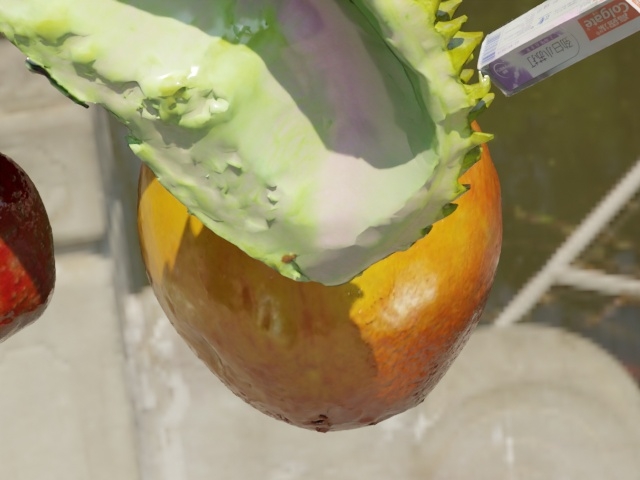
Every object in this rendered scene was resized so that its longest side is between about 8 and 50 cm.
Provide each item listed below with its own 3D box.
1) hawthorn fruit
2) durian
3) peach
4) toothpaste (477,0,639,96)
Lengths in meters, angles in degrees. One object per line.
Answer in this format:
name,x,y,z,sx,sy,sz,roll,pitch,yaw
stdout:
hawthorn fruit,-0.362,-0.006,1.724,0.215,0.249,0.215,-12,31,7
durian,-0.057,-0.109,0.792,0.169,0.355,0.157,-55,27,2
peach,0.000,0.000,1.216,0.238,0.281,0.281,1,27,14
toothpaste,0.199,-0.172,1.485,0.196,0.047,0.040,-25,32,57
